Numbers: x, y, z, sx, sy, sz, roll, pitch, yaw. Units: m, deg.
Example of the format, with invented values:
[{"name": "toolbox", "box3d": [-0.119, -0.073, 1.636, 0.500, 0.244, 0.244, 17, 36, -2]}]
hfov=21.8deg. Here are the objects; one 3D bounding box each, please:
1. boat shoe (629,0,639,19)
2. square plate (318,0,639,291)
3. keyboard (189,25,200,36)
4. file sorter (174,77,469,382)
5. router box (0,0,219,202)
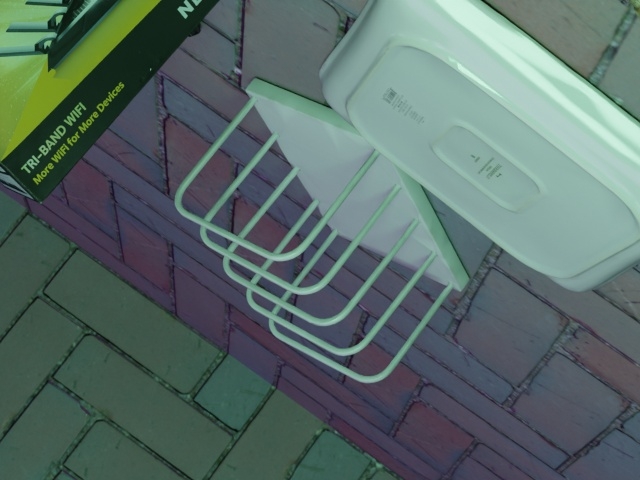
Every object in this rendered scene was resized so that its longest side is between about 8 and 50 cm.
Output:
[{"name": "boat shoe", "box3d": [0.219, -0.167, 0.968, 0.341, 0.110, 0.122, 34, 163, 12]}, {"name": "square plate", "box3d": [0.155, -0.079, 1.453, 0.344, 0.049, 0.347, 37, 163, -2]}, {"name": "keyboard", "box3d": [-0.270, -0.320, 1.711, 0.317, 0.033, 0.201, 28, 168, 26]}, {"name": "file sorter", "box3d": [0.000, 0.000, 1.772, 0.192, 0.173, 0.278, 26, 161, 35]}, {"name": "router box", "box3d": [-0.224, -0.226, 1.373, 0.243, 0.309, 0.081, 48, 164, -33]}]
